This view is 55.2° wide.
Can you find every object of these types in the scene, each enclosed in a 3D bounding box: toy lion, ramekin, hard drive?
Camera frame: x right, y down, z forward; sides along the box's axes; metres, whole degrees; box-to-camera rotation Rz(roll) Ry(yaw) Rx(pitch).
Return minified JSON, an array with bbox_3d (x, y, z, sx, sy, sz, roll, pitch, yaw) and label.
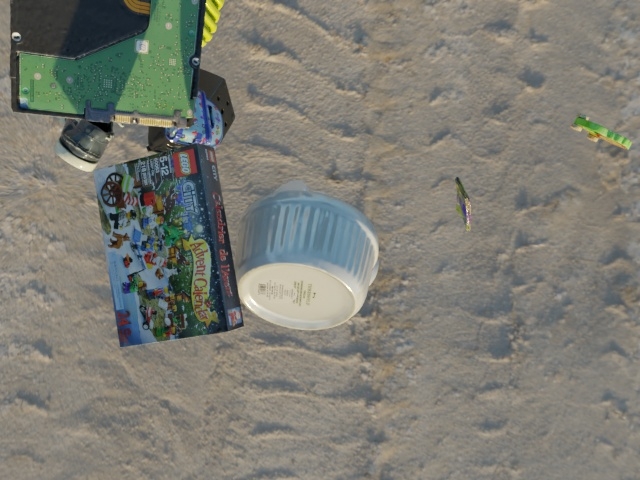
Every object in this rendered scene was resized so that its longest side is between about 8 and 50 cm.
[{"bbox_3d":[0.552,-0.208,1.193,0.100,0.096,0.034,17,106,-35],"label":"toy lion"},{"bbox_3d":[-0.025,0.038,0.859,0.207,0.207,0.109,29,49,-23],"label":"ramekin"},{"bbox_3d":[-0.266,-0.323,0.785,0.237,0.064,0.338,1,112,-21],"label":"hard drive"}]

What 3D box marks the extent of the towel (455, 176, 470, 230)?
[{"bbox_3d":[0.240,-0.062,1.034,0.009,0.060,0.083,-16,139,1],"label":"towel"}]

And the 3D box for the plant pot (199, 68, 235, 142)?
[{"bbox_3d":[-0.330,-0.337,1.588,0.187,0.167,0.188,79,23,-44],"label":"plant pot"}]

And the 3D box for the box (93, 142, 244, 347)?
[{"bbox_3d":[-0.194,0.009,0.775,0.159,0.044,0.233,-11,87,20],"label":"box"}]

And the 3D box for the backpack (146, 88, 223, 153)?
[{"bbox_3d":[-0.283,-0.255,1.339,0.173,0.117,0.158,10,67,-45],"label":"backpack"}]

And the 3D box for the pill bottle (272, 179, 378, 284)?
[{"bbox_3d":[0.000,0.000,1.563,0.181,0.181,0.323,-49,125,-13],"label":"pill bottle"}]

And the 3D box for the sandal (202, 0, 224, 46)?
[{"bbox_3d":[-0.274,-0.502,1.264,0.317,0.138,0.126,-65,150,-26],"label":"sandal"}]

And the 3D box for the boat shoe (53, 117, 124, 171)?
[{"bbox_3d":[-0.378,-0.194,1.001,0.095,0.254,0.079,36,103,-24],"label":"boat shoe"}]
